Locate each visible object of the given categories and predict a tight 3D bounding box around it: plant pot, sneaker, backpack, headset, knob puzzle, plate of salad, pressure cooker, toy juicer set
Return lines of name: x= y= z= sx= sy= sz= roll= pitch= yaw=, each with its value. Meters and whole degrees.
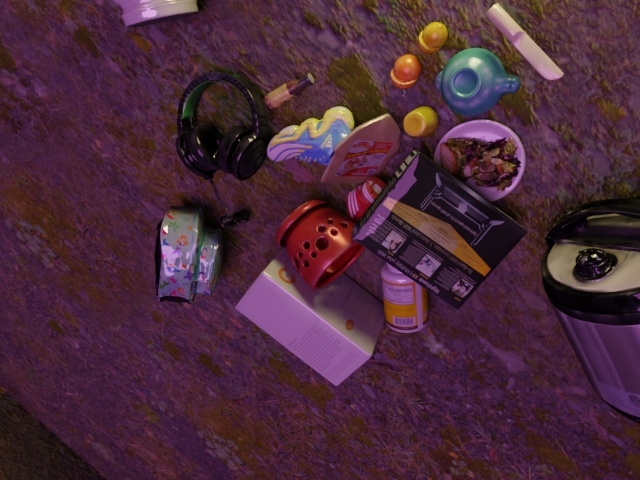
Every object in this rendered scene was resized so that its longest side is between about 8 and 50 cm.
plant pot: x=0.000 y=0.000 z=1.233 sx=0.174 sy=0.191 sz=0.191 roll=49 pitch=124 yaw=15
sneaker: x=-0.023 y=-0.219 z=1.162 sx=0.240 sy=0.091 sz=0.126 roll=-24 pitch=69 yaw=28
sneaker: x=0.157 y=-0.061 z=1.231 sx=0.221 sy=0.087 sz=0.128 roll=48 pitch=146 yaw=-17
backpack: x=-0.374 y=0.031 z=1.379 sx=0.191 sy=0.225 sz=0.253 roll=0 pitch=114 yaw=-4
headset: x=-0.238 y=-0.228 z=1.263 sx=0.244 sy=0.185 sz=0.393 roll=7 pitch=104 yaw=23
knob puzzle: x=0.103 y=-0.212 z=1.111 sx=0.213 sy=0.213 sz=0.030 roll=-53 pitch=53 yaw=33
plate of salad: x=0.355 y=-0.171 z=1.098 sx=0.200 sy=0.048 sz=0.199 roll=9 pitch=119 yaw=16
pressure cooker: x=0.650 y=0.102 z=0.941 sx=0.370 sy=0.375 sz=0.420 roll=-23 pitch=107 yaw=32
toy juicer set: x=0.298 y=-0.361 z=1.003 sx=0.329 sy=0.089 sz=0.209 roll=-18 pitch=96 yaw=36

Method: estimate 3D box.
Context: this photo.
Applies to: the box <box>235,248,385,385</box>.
box: x=-0.016 y=0.185 z=1.326 sx=0.345 sy=0.215 sz=0.168 roll=39 pitch=124 yaw=-2

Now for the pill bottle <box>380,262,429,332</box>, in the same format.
pill bottle: x=0.219 y=0.124 z=1.264 sx=0.117 sy=0.117 sz=0.214 roll=1 pitch=117 yaw=20

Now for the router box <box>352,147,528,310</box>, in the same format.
router box: x=0.265 y=-0.023 z=1.112 sx=0.309 sy=0.081 sz=0.242 roll=35 pitch=106 yaw=-8

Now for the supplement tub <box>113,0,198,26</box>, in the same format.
supplement tub: x=-0.384 y=-0.621 z=1.048 sx=0.191 sy=0.191 sz=0.272 roll=-2 pitch=115 yaw=22

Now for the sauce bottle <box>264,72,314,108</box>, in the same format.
sauce bottle: x=-0.074 y=-0.358 z=1.162 sx=0.128 sy=0.042 sz=0.042 roll=-20 pitch=108 yaw=30
